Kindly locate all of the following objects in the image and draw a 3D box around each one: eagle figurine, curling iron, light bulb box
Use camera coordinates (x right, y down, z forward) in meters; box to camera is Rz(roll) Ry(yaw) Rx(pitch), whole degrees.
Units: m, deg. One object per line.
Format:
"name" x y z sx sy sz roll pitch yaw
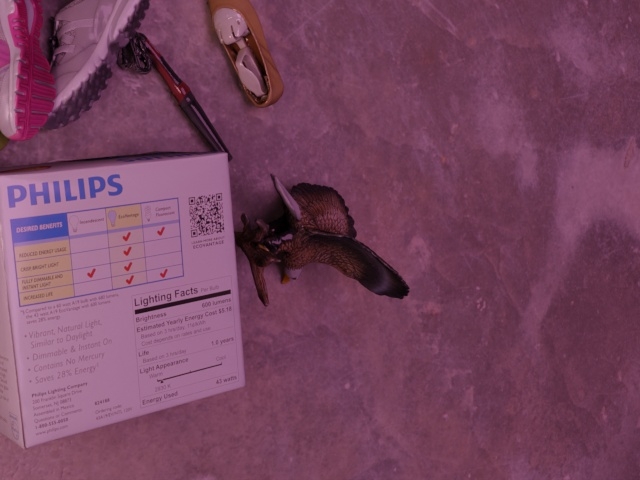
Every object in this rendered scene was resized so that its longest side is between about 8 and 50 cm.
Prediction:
"eagle figurine" -0.005 0.004 1.696 0.298 0.225 0.226 -3 82 -27
"curling iron" -0.238 -0.232 1.602 0.068 0.035 0.274 -51 118 -21
"light bulb box" -0.321 0.062 1.404 0.358 0.225 0.360 -10 101 -38

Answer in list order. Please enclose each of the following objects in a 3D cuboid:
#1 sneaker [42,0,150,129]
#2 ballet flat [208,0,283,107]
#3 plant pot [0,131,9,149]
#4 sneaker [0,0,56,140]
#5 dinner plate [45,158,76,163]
"sneaker" -0.371 -0.297 1.482 0.115 0.105 0.281 28 75 1
"ballet flat" -0.131 -0.333 1.649 0.232 0.080 0.073 61 32 -20
"plant pot" -0.491 -0.162 1.388 0.079 0.083 0.083 33 70 -46
"sneaker" -0.456 -0.259 1.383 0.103 0.111 0.252 34 45 -72
"dinner plate" -0.395 -0.056 1.494 0.141 0.017 0.141 -1 92 -37
